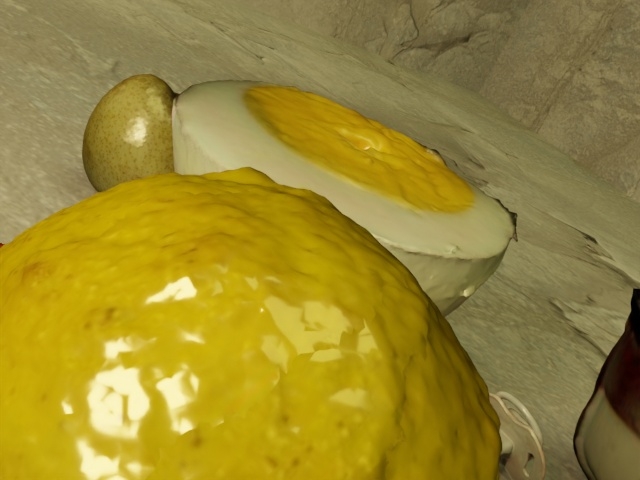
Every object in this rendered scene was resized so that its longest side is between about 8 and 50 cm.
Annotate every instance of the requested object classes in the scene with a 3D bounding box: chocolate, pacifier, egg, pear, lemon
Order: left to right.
[{"bbox_3d":[-0.167,-0.095,0.978,0.167,0.137,0.167,23,2,-1],"label":"pear"},{"bbox_3d":[-0.058,0.098,0.447,0.268,0.268,0.322,18,15,-27],"label":"lemon"},{"bbox_3d":[0.000,0.000,0.871,0.337,0.201,0.337,18,23,-8],"label":"egg"},{"bbox_3d":[0.157,0.182,0.832,0.078,0.081,0.099,-17,41,-25],"label":"pacifier"},{"bbox_3d":[0.371,0.198,0.896,0.283,0.186,0.283,26,28,-15],"label":"chocolate"}]

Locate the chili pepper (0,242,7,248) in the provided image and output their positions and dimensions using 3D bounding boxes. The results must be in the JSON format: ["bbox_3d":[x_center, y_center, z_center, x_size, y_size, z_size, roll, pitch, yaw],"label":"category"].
[{"bbox_3d":[-0.250,0.018,0.745,0.045,0.027,0.178,31,19,-4],"label":"chili pepper"}]
